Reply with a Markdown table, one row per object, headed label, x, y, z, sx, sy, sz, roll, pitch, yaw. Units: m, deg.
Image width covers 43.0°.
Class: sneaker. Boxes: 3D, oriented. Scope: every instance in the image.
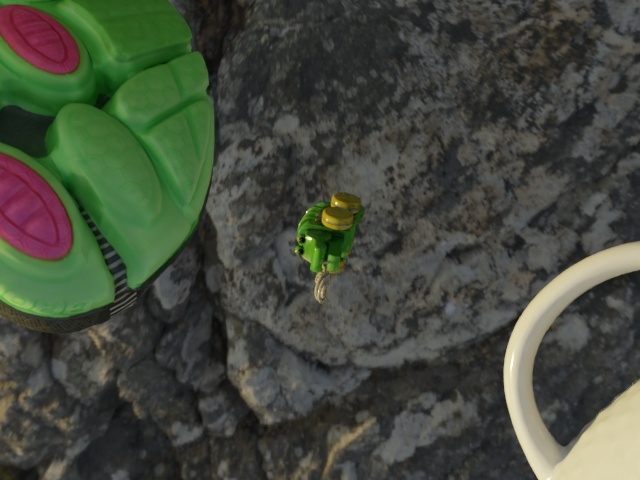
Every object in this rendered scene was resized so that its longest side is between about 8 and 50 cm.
| label | x | y | z | sx | sy | sz | roll | pitch | yaw |
| --- | --- | --- | --- | --- | --- | --- | --- | --- | --- |
| sneaker | -0.216 | -0.081 | 0.513 | 0.185 | 0.483 | 0.202 | -16 | 127 | -32 |

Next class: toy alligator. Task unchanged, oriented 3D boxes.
| label | x | y | z | sx | sy | sz | roll | pitch | yaw |
| --- | --- | --- | --- | --- | --- | --- | --- | --- | --- |
| toy alligator | 0.000 | 0.000 | 0.738 | 0.051 | 0.190 | 0.056 | 13 | 116 | 8 |

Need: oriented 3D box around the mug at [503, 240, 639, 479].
| label | x | y | z | sx | sy | sz | roll | pitch | yaw |
| --- | --- | --- | --- | --- | --- | --- | --- | --- | --- |
| mug | 0.300 | 0.174 | 0.611 | 0.328 | 0.276 | 0.374 | -37 | 81 | 16 |
